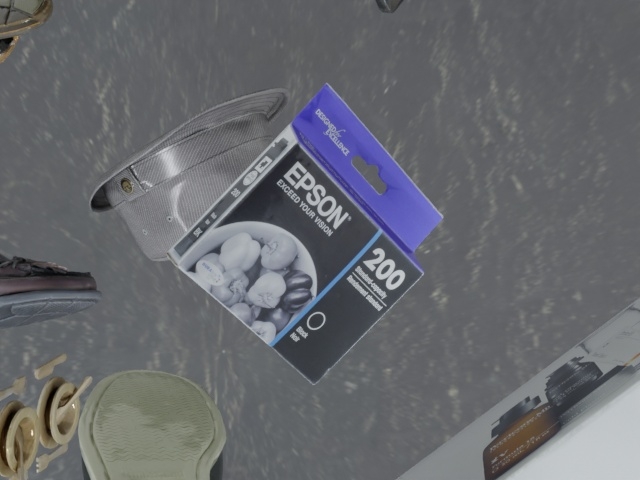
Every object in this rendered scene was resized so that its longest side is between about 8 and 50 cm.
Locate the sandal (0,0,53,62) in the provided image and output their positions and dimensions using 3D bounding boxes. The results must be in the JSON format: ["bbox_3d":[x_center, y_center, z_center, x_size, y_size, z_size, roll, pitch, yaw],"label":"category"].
[{"bbox_3d":[-0.348,-0.196,1.231,0.219,0.090,0.060,-16,127,24],"label":"sandal"}]

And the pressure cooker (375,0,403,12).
[{"bbox_3d":[0.105,-0.458,1.376,0.420,0.375,0.370,6,92,27],"label":"pressure cooker"}]

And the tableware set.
[{"bbox_3d":[-0.323,0.217,1.445,0.039,0.194,0.128,3,100,13],"label":"tableware set"}]

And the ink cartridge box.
[{"bbox_3d":[0.000,0.000,1.122,0.208,0.045,0.206,-47,126,-2],"label":"ink cartridge box"}]

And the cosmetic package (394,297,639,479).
[{"bbox_3d":[0.137,0.155,0.766,0.377,0.284,0.097,-38,84,6],"label":"cosmetic package"}]

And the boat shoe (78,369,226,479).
[{"bbox_3d":[-0.093,0.146,0.664,0.084,0.233,0.079,8,115,-15],"label":"boat shoe"}]

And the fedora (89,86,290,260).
[{"bbox_3d":[-0.133,-0.059,1.431,0.275,0.243,0.124,-27,87,32],"label":"fedora"}]

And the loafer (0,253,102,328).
[{"bbox_3d":[-0.366,0.044,1.325,0.302,0.109,0.095,-5,74,-49],"label":"loafer"}]
